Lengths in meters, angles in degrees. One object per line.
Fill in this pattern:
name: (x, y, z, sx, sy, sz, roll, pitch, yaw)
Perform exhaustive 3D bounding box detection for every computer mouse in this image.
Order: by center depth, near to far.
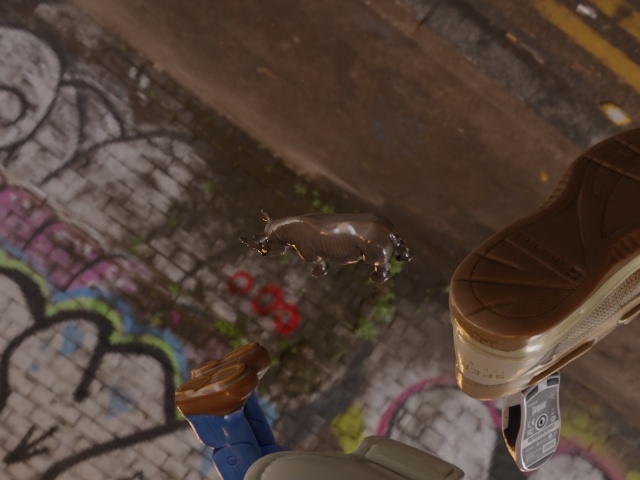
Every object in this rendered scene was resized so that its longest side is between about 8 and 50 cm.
computer mouse: (0.217, 0.157, 1.046, 0.042, 0.106, 0.193, 26, 127, 47)

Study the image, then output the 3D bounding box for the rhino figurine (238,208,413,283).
rhino figurine: (0.000, 0.000, 1.377, 0.243, 0.073, 0.106, 4, 150, 18)

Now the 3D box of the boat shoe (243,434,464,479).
boat shoe: (0.024, 0.198, 0.682, 0.109, 0.091, 0.305, 21, -179, 23)

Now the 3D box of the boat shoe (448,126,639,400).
boat shoe: (0.235, 0.009, 0.831, 0.122, 0.341, 0.110, 42, 150, 35)

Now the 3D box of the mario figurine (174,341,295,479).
mario figurine: (-0.011, 0.254, 0.968, 0.170, 0.198, 0.320, -15, 101, 43)
